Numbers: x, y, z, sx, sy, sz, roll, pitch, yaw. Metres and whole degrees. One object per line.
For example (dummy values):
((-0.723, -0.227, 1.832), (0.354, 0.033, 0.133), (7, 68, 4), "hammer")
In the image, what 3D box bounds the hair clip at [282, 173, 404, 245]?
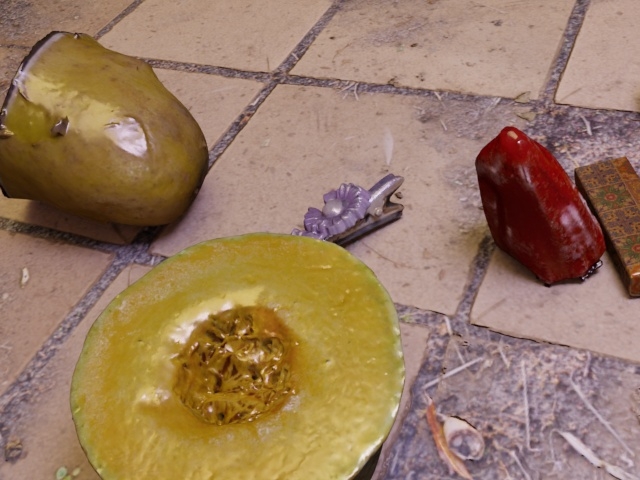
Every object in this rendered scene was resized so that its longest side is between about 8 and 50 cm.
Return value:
((0.000, 0.000, 1.046), (0.292, 0.084, 0.106), (-37, 30, -19), "hair clip")

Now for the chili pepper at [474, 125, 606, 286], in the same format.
((0.254, -0.062, 0.929), (0.136, 0.252, 0.144), (-17, 47, 22), "chili pepper")

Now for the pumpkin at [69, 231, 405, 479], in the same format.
((-0.069, 0.169, 0.802), (0.332, 0.199, 0.332), (-5, 51, 6), "pumpkin")

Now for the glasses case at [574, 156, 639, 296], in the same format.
((0.405, -0.022, 0.992), (0.075, 0.049, 0.218), (-14, 42, 7), "glasses case")

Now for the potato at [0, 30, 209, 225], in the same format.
((-0.314, -0.146, 1.195), (0.296, 0.290, 0.397), (23, 6, -3), "potato")
